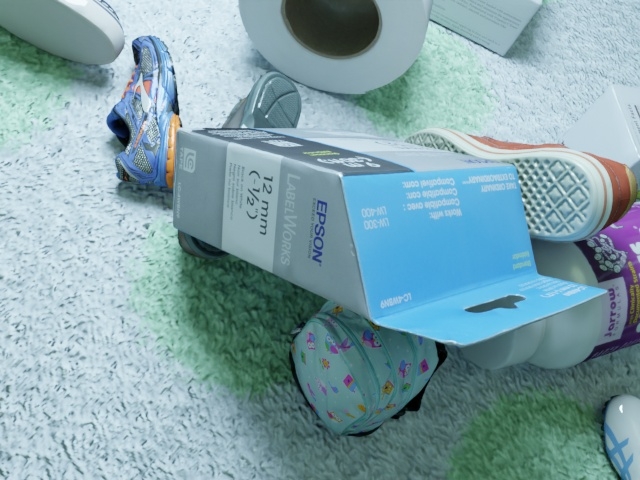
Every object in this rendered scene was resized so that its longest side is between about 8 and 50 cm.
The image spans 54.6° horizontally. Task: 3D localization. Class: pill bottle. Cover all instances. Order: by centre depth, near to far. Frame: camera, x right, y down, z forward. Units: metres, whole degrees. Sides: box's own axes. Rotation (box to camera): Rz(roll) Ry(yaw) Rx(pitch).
[{"bbox_3d":[0.304,0.055,0.736,0.302,0.169,0.169,-12,66,-23],"label":"pill bottle"}]

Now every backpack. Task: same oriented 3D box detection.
[{"bbox_3d":[0.040,0.117,0.607,0.115,0.182,0.152,-32,76,-30],"label":"backpack"}]

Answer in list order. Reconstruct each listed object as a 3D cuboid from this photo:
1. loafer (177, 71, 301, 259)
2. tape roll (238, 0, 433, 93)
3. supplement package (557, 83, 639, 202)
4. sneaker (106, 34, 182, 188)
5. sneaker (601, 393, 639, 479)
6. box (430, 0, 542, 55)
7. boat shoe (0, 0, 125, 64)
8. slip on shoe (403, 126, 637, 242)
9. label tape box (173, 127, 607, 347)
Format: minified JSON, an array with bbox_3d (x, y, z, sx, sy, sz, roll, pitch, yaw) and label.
[{"bbox_3d":[-0.102,-0.086,0.749,0.096,0.084,0.267,42,56,-30],"label":"loafer"},{"bbox_3d":[0.031,-0.344,0.824,0.246,0.246,0.169,19,58,-7],"label":"tape roll"},{"bbox_3d":[0.507,-0.123,0.920,0.244,0.139,0.133,3,60,-15],"label":"supplement package"},{"bbox_3d":[-0.212,-0.160,0.742,0.087,0.083,0.221,-7,61,-13],"label":"sneaker"},{"bbox_3d":[0.390,0.283,0.687,0.085,0.086,0.237,-3,62,-18],"label":"sneaker"},{"bbox_3d":[0.272,-0.438,1.029,0.181,0.119,0.182,26,57,-3],"label":"box"},{"bbox_3d":[-0.373,-0.353,0.763,0.341,0.127,0.158,25,65,-3],"label":"boat shoe"},{"bbox_3d":[0.204,-0.067,0.716,0.101,0.331,0.123,-6,104,-29],"label":"slip on shoe"},{"bbox_3d":[0.059,-0.030,0.582,0.249,0.115,0.348,-8,20,-43],"label":"label tape box"}]
